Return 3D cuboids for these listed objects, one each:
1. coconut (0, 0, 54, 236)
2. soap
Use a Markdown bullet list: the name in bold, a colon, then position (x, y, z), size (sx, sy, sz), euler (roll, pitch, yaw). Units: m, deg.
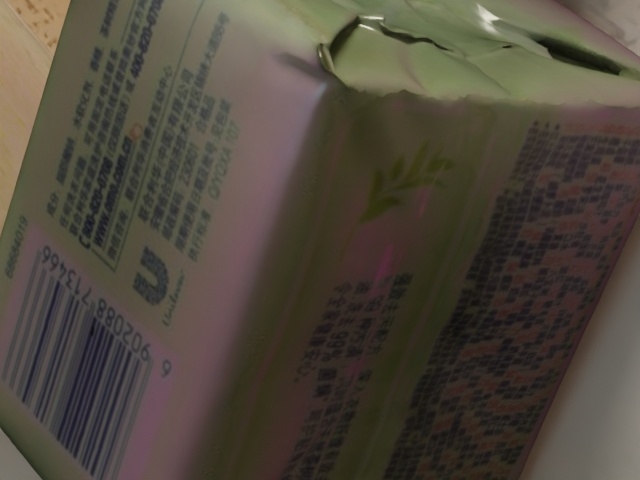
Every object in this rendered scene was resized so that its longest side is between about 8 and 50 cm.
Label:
- **coconut**: position (-0.215, -0.027, 0.842), size (0.239, 0.244, 0.239), euler (-18, 44, 18)
- **soap**: position (0.000, 0.000, 0.651), size (0.138, 0.182, 0.199), euler (39, 118, 40)
